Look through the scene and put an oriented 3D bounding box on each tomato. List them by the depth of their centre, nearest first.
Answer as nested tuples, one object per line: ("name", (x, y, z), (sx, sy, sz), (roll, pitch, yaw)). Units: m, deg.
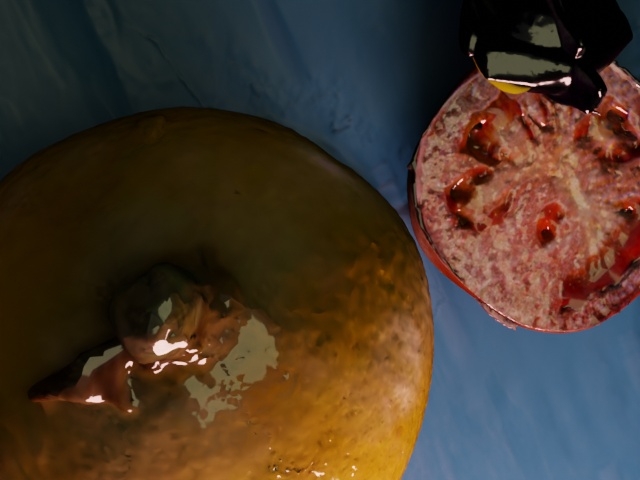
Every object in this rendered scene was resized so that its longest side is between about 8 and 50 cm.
("tomato", (0.163, -0.041, 1.374), (0.225, 0.085, 0.225), (0, 91, -14))

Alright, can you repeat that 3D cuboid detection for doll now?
("doll", (0.140, -0.189, 1.314), (0.127, 0.088, 0.248), (-33, 66, 2))

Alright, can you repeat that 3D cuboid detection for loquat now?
("loquat", (-0.089, 0.066, 1.165), (0.328, 0.359, 0.328), (-1, 78, 3))
